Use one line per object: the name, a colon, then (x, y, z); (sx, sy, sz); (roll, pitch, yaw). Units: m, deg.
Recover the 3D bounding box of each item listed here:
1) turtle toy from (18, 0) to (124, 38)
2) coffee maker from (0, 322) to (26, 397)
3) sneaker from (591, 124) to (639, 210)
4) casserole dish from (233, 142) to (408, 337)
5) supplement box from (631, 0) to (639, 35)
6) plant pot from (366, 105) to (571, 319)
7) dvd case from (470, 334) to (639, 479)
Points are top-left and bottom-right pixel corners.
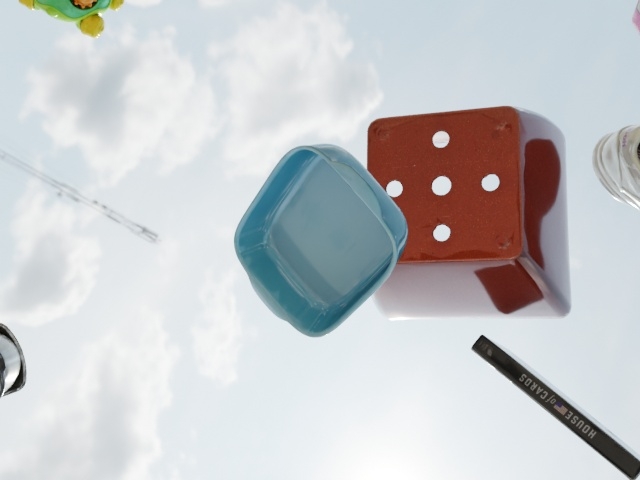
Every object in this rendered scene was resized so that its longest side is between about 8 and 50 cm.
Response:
turtle toy: (-0.255, -0.282, 0.810); (0.066, 0.095, 0.130); (119, -6, -56)
coffee maker: (-0.439, 0.172, 0.887); (0.171, 0.120, 0.178); (-44, -174, -11)
sneaker: (0.509, -0.042, 1.040); (0.305, 0.152, 0.114); (41, -96, 5)
casserole dish: (0.000, 0.000, 0.571); (0.114, 0.037, 0.188); (49, -39, 8)
supplement box: (0.287, -0.200, 0.455); (0.111, 0.220, 0.114); (1, -134, -1)
plant pot: (0.177, -0.044, 0.983); (0.267, 0.236, 0.267); (-2, -102, 19)
dvd case: (0.312, 0.215, 0.989); (0.238, 0.179, 0.030); (39, -86, 27)
